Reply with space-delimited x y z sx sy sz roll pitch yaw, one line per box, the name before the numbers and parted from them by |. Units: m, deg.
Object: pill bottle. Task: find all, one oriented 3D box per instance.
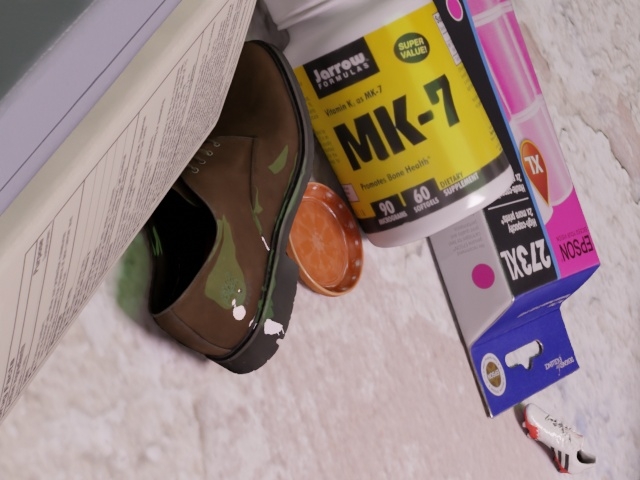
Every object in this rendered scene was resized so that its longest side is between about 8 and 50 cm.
pill bottle | 0.045 -0.110 0.952 0.119 0.119 0.208 -39 104 -53

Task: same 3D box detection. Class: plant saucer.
plant saucer | 0.000 0.000 0.929 0.083 0.013 0.083 27 52 -42

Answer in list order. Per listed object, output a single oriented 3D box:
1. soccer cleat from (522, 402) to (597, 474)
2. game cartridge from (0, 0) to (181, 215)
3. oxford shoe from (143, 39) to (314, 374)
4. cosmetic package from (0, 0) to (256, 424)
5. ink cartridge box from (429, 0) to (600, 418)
soccer cleat | 0.198 0.162 1.088 0.083 0.036 0.029 51 40 -24
game cartridge | -0.218 -0.088 0.489 0.062 0.297 0.198 90 20 -44
oxford shoe | -0.061 -0.040 0.812 0.096 0.083 0.227 28 51 -37
cosmetic package | -0.145 -0.054 0.622 0.129 0.153 0.296 26 42 2
ink cartridge box | 0.144 -0.052 1.106 0.176 0.069 0.371 -15 88 -54
